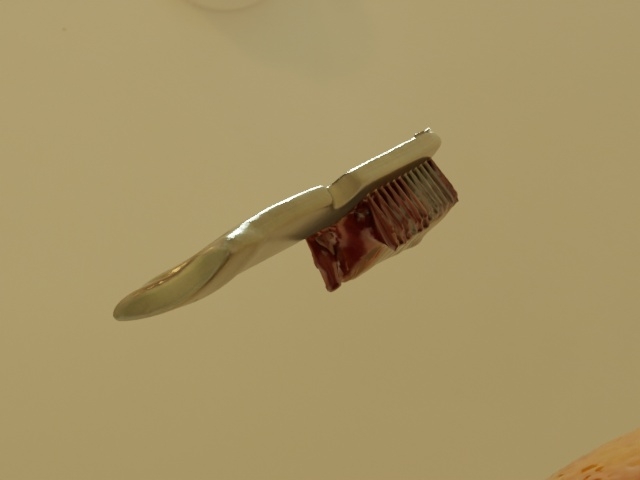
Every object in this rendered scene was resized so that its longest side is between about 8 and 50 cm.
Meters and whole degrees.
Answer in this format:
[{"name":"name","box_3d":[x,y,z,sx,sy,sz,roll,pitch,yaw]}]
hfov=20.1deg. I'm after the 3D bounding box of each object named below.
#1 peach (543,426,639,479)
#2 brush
[{"name":"peach","box_3d":[0.189,0.241,0.707,0.388,0.388,0.388,-1,-83,-8]},{"name":"brush","box_3d":[0.000,0.000,0.816,0.060,0.321,0.050,-30,-91,21]}]
